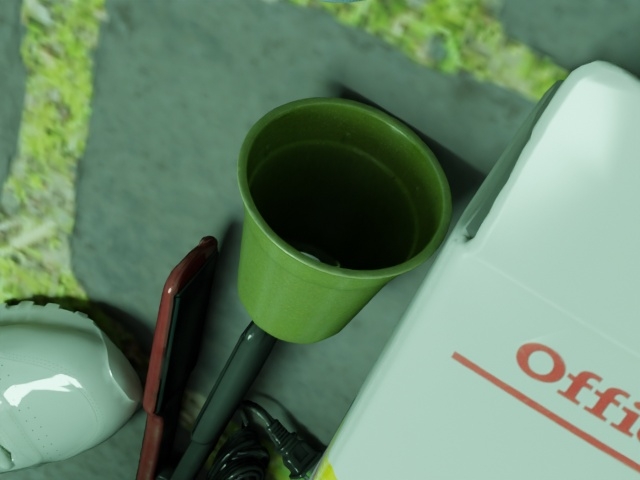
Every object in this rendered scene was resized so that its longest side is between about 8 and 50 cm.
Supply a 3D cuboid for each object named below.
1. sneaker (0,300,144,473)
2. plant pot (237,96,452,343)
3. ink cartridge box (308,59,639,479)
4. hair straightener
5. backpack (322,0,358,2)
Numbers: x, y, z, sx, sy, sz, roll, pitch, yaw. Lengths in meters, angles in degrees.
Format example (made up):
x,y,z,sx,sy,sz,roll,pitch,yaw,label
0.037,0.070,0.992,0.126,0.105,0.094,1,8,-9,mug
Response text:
x,y,z,sx,sy,sz,roll,pitch,yaw,label
-0.192,0.096,0.679,0.235,0.095,0.090,-13,112,32,sneaker
0.000,0.000,0.530,0.083,0.083,0.079,32,143,6,plant pot
0.114,0.090,0.493,0.207,0.119,0.353,31,131,6,ink cartridge box
-0.048,0.103,0.636,0.089,0.047,0.230,28,130,10,hair straightener
0.015,-0.149,0.356,0.188,0.166,0.144,29,131,12,backpack
